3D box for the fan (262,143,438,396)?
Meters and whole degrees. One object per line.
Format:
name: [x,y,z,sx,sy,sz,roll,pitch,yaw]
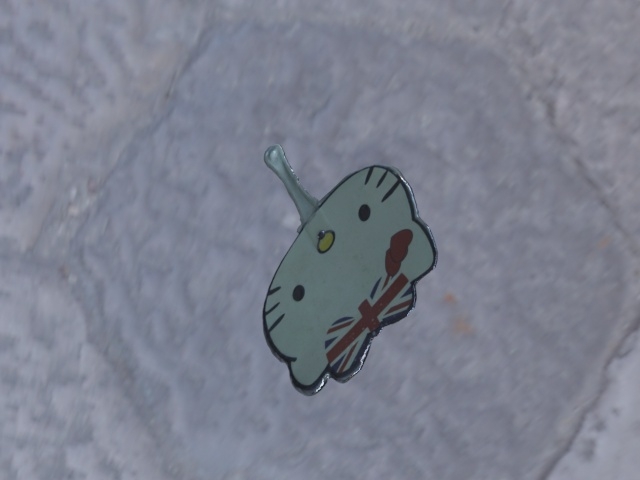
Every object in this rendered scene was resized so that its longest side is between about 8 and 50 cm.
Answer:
fan: [0.000,0.000,0.485,0.004,0.056,0.083,27,19,-37]
